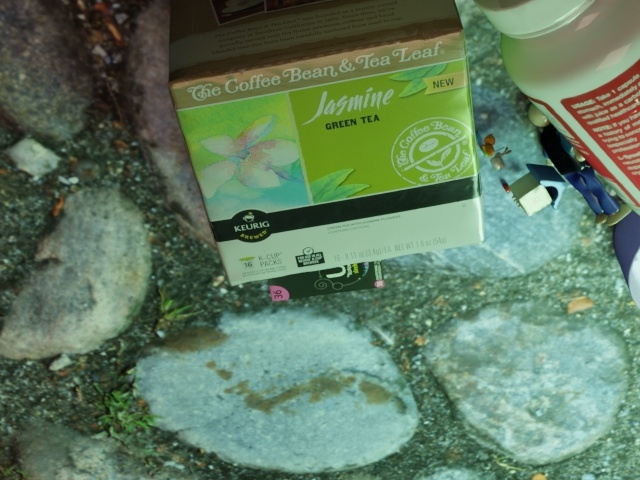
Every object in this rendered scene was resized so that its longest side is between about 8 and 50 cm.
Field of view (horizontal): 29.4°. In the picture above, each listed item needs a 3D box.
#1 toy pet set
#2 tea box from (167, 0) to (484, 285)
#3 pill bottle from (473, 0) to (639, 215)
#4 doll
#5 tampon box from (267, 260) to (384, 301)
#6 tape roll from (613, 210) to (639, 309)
[{"bbox_3d":[0.274,-0.095,1.634,0.065,0.114,0.122,-34,130,5],"label":"toy pet set"},{"bbox_3d":[0.011,-0.152,1.471,0.328,0.220,0.324,-11,132,4],"label":"tea box"},{"bbox_3d":[0.362,-0.213,1.447,0.229,0.229,0.407,-34,127,23],"label":"pill bottle"},{"bbox_3d":[0.333,-0.106,1.622,0.046,0.129,0.189,-38,100,-7],"label":"doll"},{"bbox_3d":[0.000,0.000,1.686,0.161,0.101,0.120,-9,132,2],"label":"tampon box"},{"bbox_3d":[0.569,0.005,1.759,0.274,0.090,0.275,-3,133,-4],"label":"tape roll"}]
